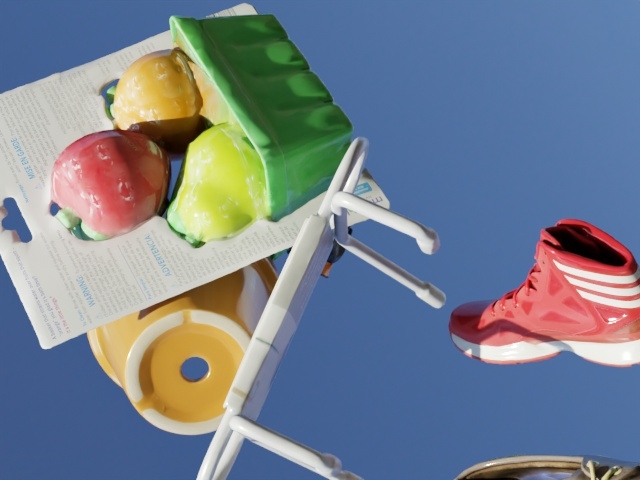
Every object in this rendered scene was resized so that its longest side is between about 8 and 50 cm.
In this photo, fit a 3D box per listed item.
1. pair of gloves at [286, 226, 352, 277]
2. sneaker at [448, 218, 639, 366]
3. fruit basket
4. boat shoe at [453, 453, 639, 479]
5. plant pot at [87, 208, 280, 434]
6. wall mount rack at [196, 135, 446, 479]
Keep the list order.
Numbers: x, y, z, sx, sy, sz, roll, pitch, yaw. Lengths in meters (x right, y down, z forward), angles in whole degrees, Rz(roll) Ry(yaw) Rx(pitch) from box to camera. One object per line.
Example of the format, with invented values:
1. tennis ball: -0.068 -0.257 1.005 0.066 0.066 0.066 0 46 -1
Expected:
1. pair of gloves: 0.000 0.000 1.480 0.083 0.010 0.074 21 -88 -45
2. sneaker: 0.194 0.037 1.180 0.087 0.221 0.128 -44 -60 -42
3. fruit basket: -0.157 -0.071 1.331 0.353 0.165 0.327 -27 -125 -11
4. boat shoe: 0.254 0.254 1.259 0.096 0.324 0.117 38 -116 -25
5. plant pot: -0.130 0.092 1.324 0.205 0.205 0.188 27 -166 -17
6. wall mount rack: 0.018 0.099 1.195 0.130 0.304 0.350 23 -99 8
